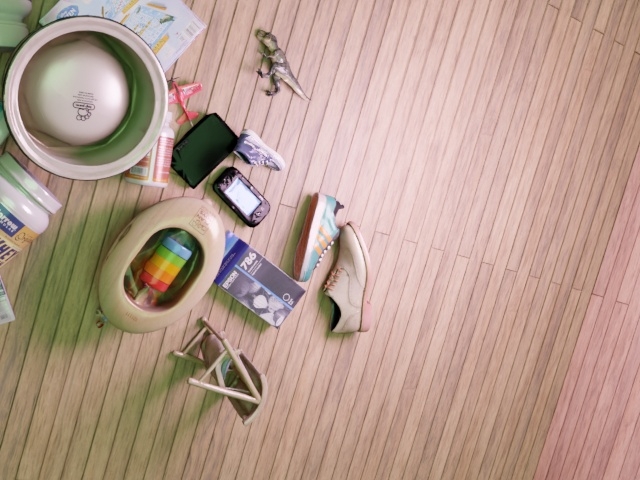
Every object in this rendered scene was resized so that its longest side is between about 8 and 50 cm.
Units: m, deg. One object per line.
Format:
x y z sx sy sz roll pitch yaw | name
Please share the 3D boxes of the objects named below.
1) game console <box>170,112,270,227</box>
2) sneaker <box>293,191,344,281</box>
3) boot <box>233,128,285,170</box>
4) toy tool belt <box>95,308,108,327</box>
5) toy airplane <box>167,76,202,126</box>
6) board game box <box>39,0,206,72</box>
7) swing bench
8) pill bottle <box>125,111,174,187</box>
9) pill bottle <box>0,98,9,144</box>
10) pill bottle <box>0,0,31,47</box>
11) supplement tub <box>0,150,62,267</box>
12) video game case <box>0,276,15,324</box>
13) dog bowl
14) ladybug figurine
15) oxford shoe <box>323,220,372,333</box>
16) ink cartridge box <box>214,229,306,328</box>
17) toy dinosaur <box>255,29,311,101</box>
-0.286 -0.200 1.960 0.213 0.044 0.361 -47 115 -10 | game console
0.000 0.000 2.091 0.121 0.108 0.302 15 92 -22 | sneaker
-0.191 -0.253 1.957 0.190 0.069 0.086 40 60 -34 | boot
-0.639 0.216 1.880 0.083 0.052 0.051 -39 82 -16 | toy tool belt
-0.408 -0.409 1.873 0.151 0.028 0.151 -5 102 -22 | toy airplane
-0.540 -0.597 1.757 0.318 0.066 0.319 44 81 -25 | board game box
-0.293 0.398 1.952 0.254 0.253 0.165 45 80 -25 | swing bench
-0.485 -0.266 1.814 0.121 0.121 0.216 7 96 -25 | pill bottle
-0.911 -0.340 1.593 0.264 0.146 0.146 36 84 -25 | pill bottle
-0.821 -0.652 1.543 0.204 0.204 0.361 -8 102 -23 | pill bottle
-0.855 -0.055 1.626 0.316 0.228 0.228 -44 114 -11 | supplement tub
-0.968 0.164 1.730 0.201 0.023 0.184 -17 106 -20 | video game case
-0.605 -0.368 1.612 0.407 0.150 0.408 -20 124 -32 | dog bowl
-0.464 0.059 1.861 0.305 0.162 0.449 41 82 -24 | ladybug figurine
0.086 0.135 2.142 0.146 0.140 0.397 -8 102 -17 | oxford shoe
-0.216 0.129 2.044 0.332 0.065 0.165 39 83 -24 | ink cartridge box
-0.131 -0.516 1.964 0.118 0.064 0.268 -43 117 -19 | toy dinosaur
